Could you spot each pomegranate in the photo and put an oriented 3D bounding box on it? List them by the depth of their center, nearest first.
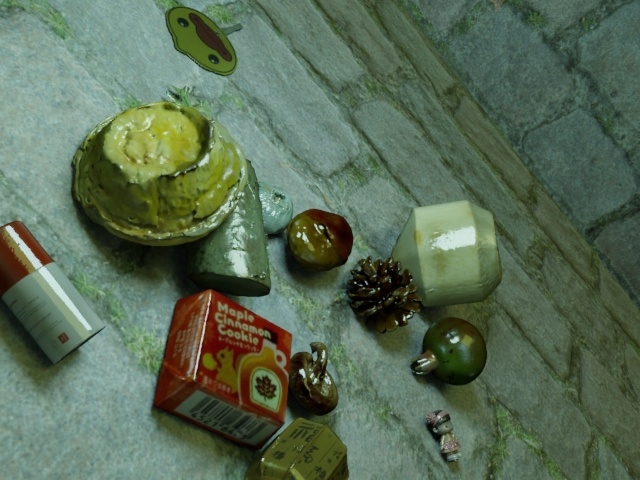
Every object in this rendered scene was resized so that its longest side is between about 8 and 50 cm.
[{"bbox_3d":[0.328,0.298,1.718,0.209,0.180,0.180,-16,71,-16],"label":"pomegranate"}]

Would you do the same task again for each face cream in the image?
[{"bbox_3d":[-0.440,0.080,1.024,0.214,0.096,0.096,53,35,-3],"label":"face cream"}]

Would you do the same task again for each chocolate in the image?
[{"bbox_3d":[-0.167,0.230,1.216,0.237,0.108,0.235,33,39,-26],"label":"chocolate"}]

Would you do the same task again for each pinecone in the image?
[{"bbox_3d":[0.159,0.126,1.645,0.195,0.150,0.179,45,52,1],"label":"pinecone"}]

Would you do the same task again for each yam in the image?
[{"bbox_3d":[-0.194,-0.019,1.339,0.168,0.168,0.304,20,48,-40],"label":"yam"}]

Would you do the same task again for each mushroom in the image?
[{"bbox_3d":[-0.019,0.285,1.372,0.135,0.080,0.171,47,33,-33],"label":"mushroom"}]

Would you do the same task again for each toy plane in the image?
[{"bbox_3d":[-0.318,-0.319,1.552,0.102,0.040,0.111,6,58,-46],"label":"toy plane"}]

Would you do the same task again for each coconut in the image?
[{"bbox_3d":[0.353,0.043,1.849,0.323,0.323,0.323,30,41,-31],"label":"coconut"}]

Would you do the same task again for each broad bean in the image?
[{"bbox_3d":[0.002,-0.003,1.583,0.228,0.122,0.156,-8,83,-65],"label":"broad bean"}]

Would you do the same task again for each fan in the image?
[{"bbox_3d":[-0.299,-0.556,1.800,0.229,0.011,0.335,51,36,-6],"label":"fan"}]

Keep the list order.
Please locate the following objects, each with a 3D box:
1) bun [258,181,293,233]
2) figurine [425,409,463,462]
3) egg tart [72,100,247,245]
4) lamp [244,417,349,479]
[{"bbox_3d":[-0.121,-0.084,1.553,0.141,0.083,0.141,27,45,-30],"label":"bun"},{"bbox_3d":[0.301,0.480,1.616,0.072,0.054,0.129,-10,76,-37],"label":"figurine"},{"bbox_3d":[-0.303,-0.157,1.244,0.345,0.132,0.345,3,54,-5],"label":"egg tart"},{"bbox_3d":[-0.039,0.416,1.165,0.161,0.161,0.185,54,34,-1],"label":"lamp"}]
